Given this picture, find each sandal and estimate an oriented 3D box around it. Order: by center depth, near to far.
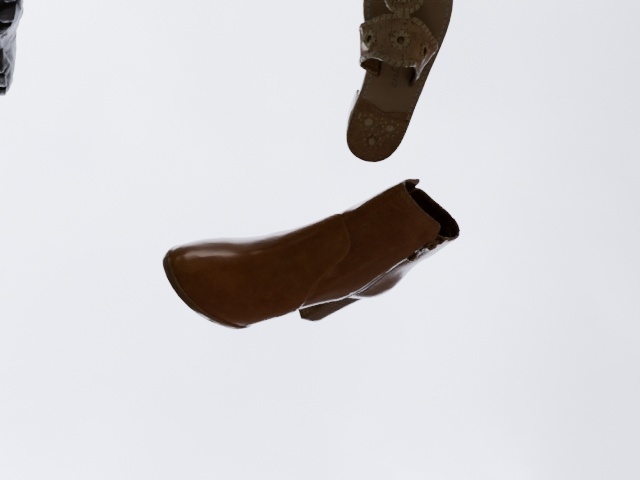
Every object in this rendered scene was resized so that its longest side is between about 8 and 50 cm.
[{"bbox_3d":[0.075,-0.171,1.148,0.088,0.079,0.240,9,-59,-6],"label":"sandal"}]

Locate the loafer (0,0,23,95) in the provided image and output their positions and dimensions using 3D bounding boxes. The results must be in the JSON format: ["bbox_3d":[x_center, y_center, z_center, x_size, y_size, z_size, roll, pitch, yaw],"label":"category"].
[{"bbox_3d":[-0.281,-0.195,0.982,0.076,0.223,0.078,1,-110,-14],"label":"loafer"}]

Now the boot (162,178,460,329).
[{"bbox_3d":[0.001,0.001,1.220,0.295,0.211,0.104,11,-131,-54],"label":"boot"}]
